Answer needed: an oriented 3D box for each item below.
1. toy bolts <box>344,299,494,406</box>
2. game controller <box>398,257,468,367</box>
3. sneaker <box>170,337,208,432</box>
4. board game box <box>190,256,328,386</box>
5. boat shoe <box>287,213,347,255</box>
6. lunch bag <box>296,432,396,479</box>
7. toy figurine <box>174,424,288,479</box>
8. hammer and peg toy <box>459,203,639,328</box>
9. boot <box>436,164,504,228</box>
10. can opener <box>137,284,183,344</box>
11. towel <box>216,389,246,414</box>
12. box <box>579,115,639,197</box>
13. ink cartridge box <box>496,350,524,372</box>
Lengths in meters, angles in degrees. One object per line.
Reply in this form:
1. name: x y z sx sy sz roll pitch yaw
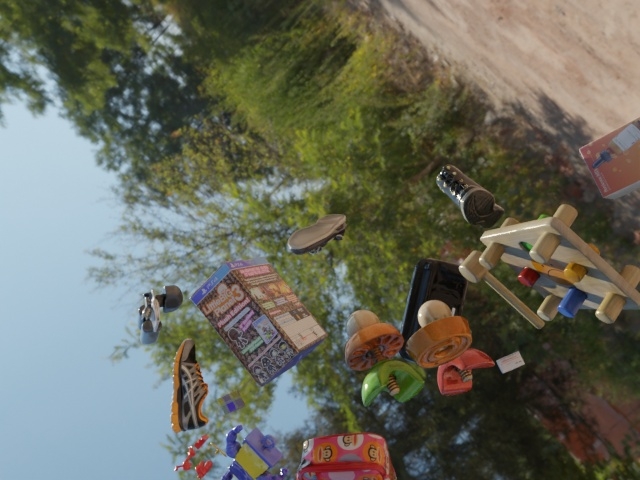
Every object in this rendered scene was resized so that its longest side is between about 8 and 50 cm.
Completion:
1. toy bolts: 0.169 0.148 0.950 0.228 0.218 0.158 6 -137 -33
2. game controller: 0.339 0.216 1.747 0.166 0.319 0.067 13 177 0
3. sneaker: -0.302 0.337 1.362 0.084 0.083 0.215 105 164 -81
4. board game box: -0.152 0.199 1.518 0.291 0.141 0.232 49 -164 12
5. boat shoe: 0.000 0.000 1.225 0.206 0.075 0.065 -35 -54 -57
6. lunch bag: 0.060 0.615 1.517 0.120 0.258 0.293 -84 -19 -46
7. toy figurine: -0.177 0.624 1.555 0.362 0.217 0.191 42 -163 12
8. hammer and peg toy: 0.475 0.063 1.246 0.266 0.127 0.361 40 165 -7
9. boot: 0.350 -0.121 1.446 0.178 0.085 0.236 48 -164 30
10. can opener: -0.376 0.180 1.340 0.093 0.280 0.074 -7 -109 -26
11. towel: -0.279 0.508 1.827 0.060 0.083 0.009 64 -165 -2
12. box: 0.692 -0.185 1.288 0.091 0.170 0.130 -1 -114 -50
13. ink cartridge box: 0.384 0.247 1.176 0.028 0.048 0.083 66 -170 19
